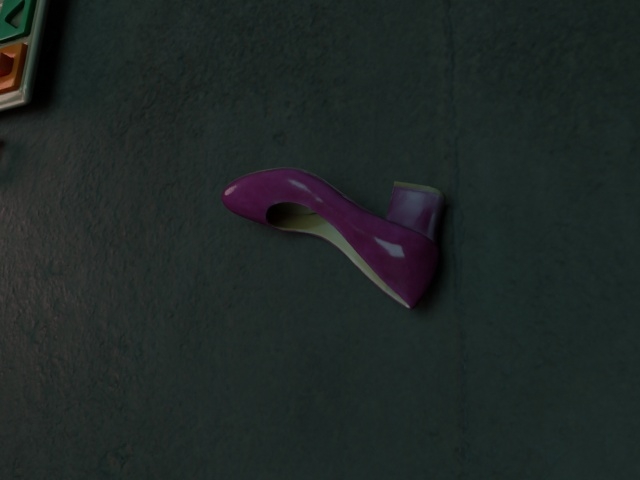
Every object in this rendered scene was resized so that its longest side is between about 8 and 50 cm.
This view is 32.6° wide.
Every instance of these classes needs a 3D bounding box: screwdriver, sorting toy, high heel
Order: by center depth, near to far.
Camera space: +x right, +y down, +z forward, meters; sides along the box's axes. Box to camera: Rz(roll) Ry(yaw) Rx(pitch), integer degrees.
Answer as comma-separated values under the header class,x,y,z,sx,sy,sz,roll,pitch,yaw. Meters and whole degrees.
class,x,y,z,sx,sy,sz,roll,pitch,yaw
high heel,0.000,0.000,1.058,0.244,0.082,0.117,8,67,21
screwdriver,-0.394,-0.208,1.423,0.170,0.024,0.025,-54,25,7
sorting toy,-0.428,-0.250,1.424,0.196,0.047,0.347,-9,68,40
